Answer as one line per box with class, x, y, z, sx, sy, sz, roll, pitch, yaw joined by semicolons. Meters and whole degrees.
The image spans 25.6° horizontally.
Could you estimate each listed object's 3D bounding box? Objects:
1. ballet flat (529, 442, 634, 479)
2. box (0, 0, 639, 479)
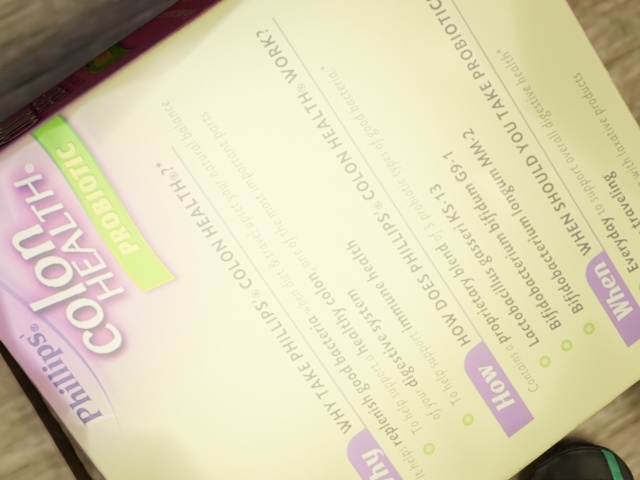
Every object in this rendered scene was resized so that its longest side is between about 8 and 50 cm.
ballet flat;0.104;0.194;0.644;0.074;0.074;0.203;13;95;-15
box;0.000;0.000;0.565;0.243;0.117;0.214;-36;105;-7
